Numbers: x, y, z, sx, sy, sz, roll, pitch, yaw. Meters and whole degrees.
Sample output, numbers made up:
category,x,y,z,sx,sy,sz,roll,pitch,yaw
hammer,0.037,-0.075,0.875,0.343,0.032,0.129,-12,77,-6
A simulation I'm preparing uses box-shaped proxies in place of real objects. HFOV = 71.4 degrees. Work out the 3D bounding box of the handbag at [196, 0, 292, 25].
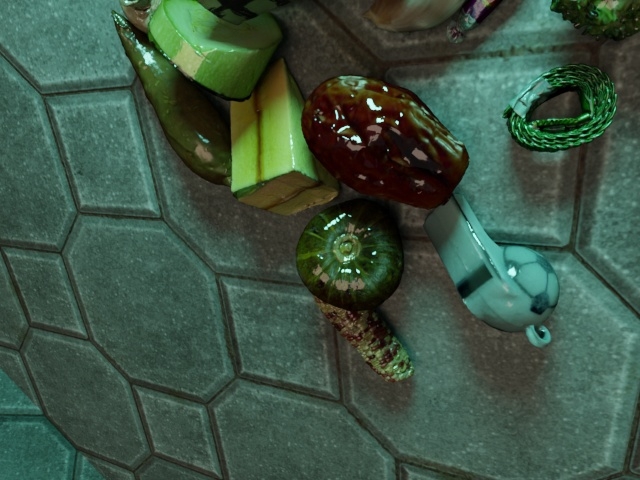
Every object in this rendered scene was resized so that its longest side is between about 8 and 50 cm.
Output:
category,x,y,z,sx,sy,sz,roll,pitch,yaw
handbag,-0.046,-0.535,0.651,0.324,0.162,0.328,-6,92,26

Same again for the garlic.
category,x,y,z,sx,sy,sz,roll,pitch,yaw
garlic,0.176,-0.440,0.662,0.148,0.128,0.267,25,111,1

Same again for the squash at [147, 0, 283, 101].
category,x,y,z,sx,sy,sz,roll,pitch,yaw
squash,-0.189,-0.363,0.791,0.220,0.220,0.133,45,127,2

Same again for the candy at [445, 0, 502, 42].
category,x,y,z,sx,sy,sz,roll,pitch,yaw
candy,0.257,-0.374,0.671,0.045,0.043,0.175,50,128,2

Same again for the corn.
category,x,y,z,sx,sy,sz,roll,pitch,yaw
corn,0.097,0.196,0.974,0.098,0.098,0.290,-35,96,34

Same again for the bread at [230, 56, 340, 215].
category,x,y,z,sx,sy,sz,roll,pitch,yaw
bread,-0.073,-0.202,0.913,0.167,0.163,0.264,-15,70,33

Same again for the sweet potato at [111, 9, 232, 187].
category,x,y,z,sx,sy,sz,roll,pitch,yaw
sweet potato,-0.296,-0.283,0.940,0.130,0.130,0.423,-33,91,33

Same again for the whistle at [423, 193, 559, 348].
category,x,y,z,sx,sy,sz,roll,pitch,yaw
whistle,0.317,0.054,0.788,0.163,0.163,0.290,-42,54,34

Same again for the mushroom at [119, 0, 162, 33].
category,x,y,z,sx,sy,sz,roll,pitch,yaw
mushroom,-0.323,-0.487,0.859,0.166,0.127,0.167,7,116,16

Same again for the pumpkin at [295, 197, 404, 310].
category,x,y,z,sx,sy,sz,roll,pitch,yaw
pumpkin,0.057,0.034,0.876,0.218,0.162,0.219,0,84,4

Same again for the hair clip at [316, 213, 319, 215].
category,x,y,z,sx,sy,sz,roll,pitch,yaw
hair clip,0.001,0.000,0.967,0.030,0.039,0.115,10,113,17

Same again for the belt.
category,x,y,z,sx,sy,sz,roll,pitch,yaw
belt,0.360,-0.196,0.682,0.151,0.079,0.121,-16,94,20

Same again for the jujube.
category,x,y,z,sx,sy,sz,roll,pitch,yaw
jujube,0.103,-0.163,0.754,0.290,0.197,0.197,31,122,10

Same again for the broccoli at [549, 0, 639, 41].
category,x,y,z,sx,sy,sz,roll,pitch,yaw
broccoli,0.405,-0.346,0.493,0.177,0.275,0.199,14,96,-21
